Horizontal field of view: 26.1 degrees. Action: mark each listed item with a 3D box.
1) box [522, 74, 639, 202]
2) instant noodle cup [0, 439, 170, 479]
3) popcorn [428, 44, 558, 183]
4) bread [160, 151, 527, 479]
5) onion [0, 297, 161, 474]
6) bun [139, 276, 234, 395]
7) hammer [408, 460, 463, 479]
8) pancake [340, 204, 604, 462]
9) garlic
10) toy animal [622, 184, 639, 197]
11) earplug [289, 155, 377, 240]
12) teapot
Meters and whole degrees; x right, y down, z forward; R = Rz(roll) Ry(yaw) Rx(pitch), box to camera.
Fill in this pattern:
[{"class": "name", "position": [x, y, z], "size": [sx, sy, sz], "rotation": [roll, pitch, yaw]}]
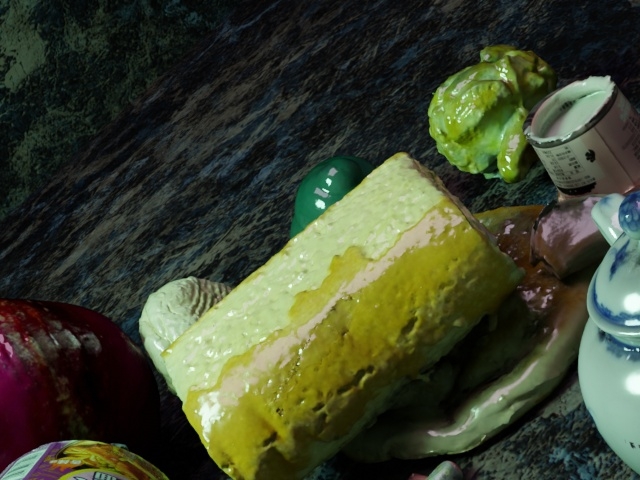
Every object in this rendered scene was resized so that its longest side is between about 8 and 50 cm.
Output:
[{"class": "box", "position": [0.324, -0.111, 1.631], "size": [0.151, 0.135, 0.151], "rotation": [-33, 25, 17]}, {"class": "instant noodle cup", "position": [-0.269, 0.381, 1.436], "size": [0.340, 0.340, 0.266], "rotation": [-34, 12, 12]}, {"class": "popcorn", "position": [0.237, -0.154, 1.816], "size": [0.198, 0.198, 0.212], "rotation": [-38, 48, 4]}, {"class": "bread", "position": [0.026, 0.093, 1.486], "size": [0.375, 0.165, 0.236], "rotation": [-42, 35, 1]}, {"class": "onion", "position": [-0.338, 0.282, 1.703], "size": [0.398, 0.398, 0.420], "rotation": [-44, 56, -10]}, {"class": "bun", "position": [-0.137, 0.150, 1.775], "size": [0.134, 0.220, 0.220], "rotation": [-61, 15, 22]}, {"class": "hammer", "position": [0.113, 0.251, 1.428], "size": [0.052, 0.031, 0.083], "rotation": [-44, 13, -19]}, {"class": "pancake", "position": [0.153, 0.095, 1.576], "size": [0.387, 0.082, 0.387], "rotation": [-28, 29, 18]}, {"class": "garlic", "position": [0.294, -0.011, 1.486], "size": [0.152, 0.066, 0.084], "rotation": [-24, 64, 6]}, {"class": "toy animal", "position": [0.420, -0.111, 1.506], "size": [0.324, 0.090, 0.195], "rotation": [-35, 45, 13]}, {"class": "earplug", "position": [-0.006, -0.004, 1.894], "size": [0.257, 0.280, 0.164], "rotation": [-4, 48, -6]}, {"class": "teapot", "position": [0.320, 0.068, 1.124], "size": [0.252, 0.280, 0.424], "rotation": [-35, 22, 6]}]
